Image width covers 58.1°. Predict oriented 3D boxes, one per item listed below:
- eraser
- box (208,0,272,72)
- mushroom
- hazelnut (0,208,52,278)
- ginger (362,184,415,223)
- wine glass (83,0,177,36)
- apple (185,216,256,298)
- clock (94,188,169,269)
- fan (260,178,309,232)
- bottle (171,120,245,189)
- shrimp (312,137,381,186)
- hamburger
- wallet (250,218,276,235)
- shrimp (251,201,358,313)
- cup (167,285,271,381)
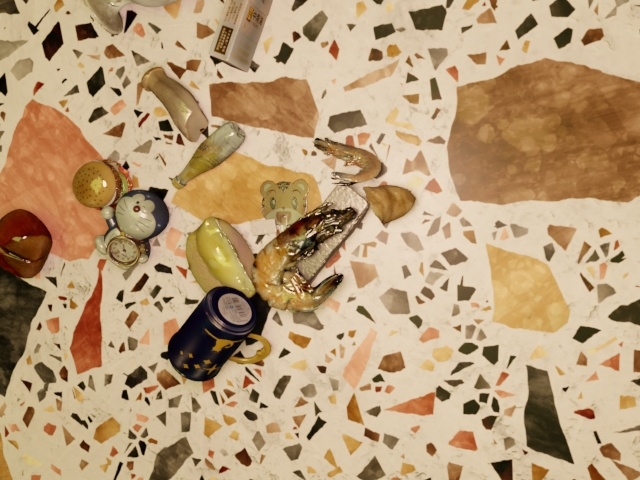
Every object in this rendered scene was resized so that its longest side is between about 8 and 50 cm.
[{"bbox_3d":[0.000,0.000,1.640,0.111,0.077,0.352,41,102,11],"label":"eraser"},{"bbox_3d":[-0.218,-0.611,1.615,0.067,0.155,0.242,23,100,10],"label":"box"},{"bbox_3d":[-0.426,-0.412,1.711,0.096,0.108,0.247,-38,85,-28],"label":"mushroom"},{"bbox_3d":[-0.956,0.008,1.827,0.181,0.181,0.212,25,110,-9],"label":"hazelnut"},{"bbox_3d":[0.185,-0.103,1.526,0.123,0.193,0.115,-14,96,15],"label":"ginger"},{"bbox_3d":[-0.508,-0.752,1.667,0.357,0.190,0.190,-21,88,19],"label":"wine glass"},{"bbox_3d":[-0.290,0.063,1.693,0.193,0.120,0.264,-25,98,31],"label":"apple"},{"bbox_3d":[-0.568,-0.045,1.742,0.200,0.146,0.243,39,105,-7],"label":"clock"},{"bbox_3d":[-0.106,-0.068,1.695,0.153,0.008,0.226,1,93,14],"label":"fan"},{"bbox_3d":[-0.340,-0.245,1.707,0.270,0.083,0.083,-36,85,18],"label":"bottle"},{"bbox_3d":[0.057,-0.215,1.592,0.219,0.152,0.046,26,142,18],"label":"shrimp"},{"bbox_3d":[-0.674,-0.169,1.766,0.176,0.137,0.175,1,95,11],"label":"hamburger"},{"bbox_3d":[-0.168,-0.040,1.704,0.083,0.011,0.044,-6,95,25],"label":"wallet"},{"bbox_3d":[-0.024,0.058,1.580,0.365,0.071,0.233,-36,92,13],"label":"shrimp"},{"bbox_3d":[-0.273,0.262,1.665,0.256,0.255,0.178,-48,57,35],"label":"cup"}]
